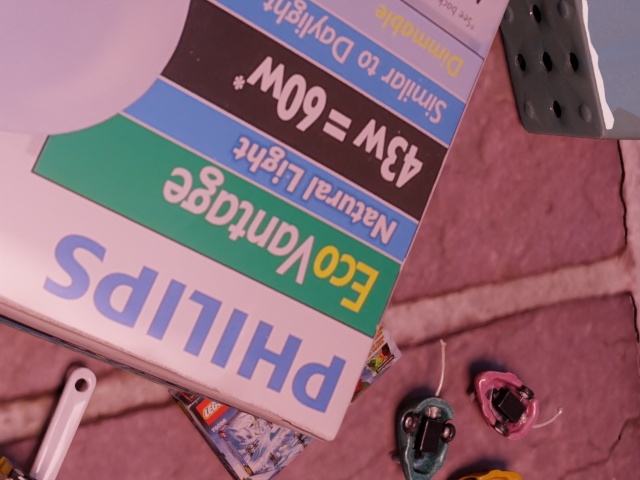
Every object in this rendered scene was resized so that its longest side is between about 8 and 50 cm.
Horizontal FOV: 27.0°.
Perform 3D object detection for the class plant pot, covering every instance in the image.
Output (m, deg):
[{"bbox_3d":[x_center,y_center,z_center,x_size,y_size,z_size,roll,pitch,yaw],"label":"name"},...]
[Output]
[{"bbox_3d":[0.253,-0.156,0.924,0.234,0.165,0.166,-18,103,-19],"label":"plant pot"}]

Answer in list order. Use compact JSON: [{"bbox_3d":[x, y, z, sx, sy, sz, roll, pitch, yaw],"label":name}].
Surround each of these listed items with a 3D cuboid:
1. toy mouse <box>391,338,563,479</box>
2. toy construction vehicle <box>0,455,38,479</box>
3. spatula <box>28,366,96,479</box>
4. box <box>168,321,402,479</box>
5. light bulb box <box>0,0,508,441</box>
[{"bbox_3d":[0.098,0.129,0.928,0.161,0.031,0.143,-31,109,-25],"label":"toy mouse"},{"bbox_3d":[-0.192,0.161,0.744,0.098,0.035,0.086,33,88,-21],"label":"toy construction vehicle"},{"bbox_3d":[-0.229,0.163,0.752,0.168,0.019,0.242,25,80,-24],"label":"spatula"},{"bbox_3d":[-0.019,0.083,0.840,0.137,0.027,0.094,-42,129,-16],"label":"box"},{"bbox_3d":[-0.116,-0.137,0.670,0.358,0.225,0.361,27,80,-30],"label":"light bulb box"}]
